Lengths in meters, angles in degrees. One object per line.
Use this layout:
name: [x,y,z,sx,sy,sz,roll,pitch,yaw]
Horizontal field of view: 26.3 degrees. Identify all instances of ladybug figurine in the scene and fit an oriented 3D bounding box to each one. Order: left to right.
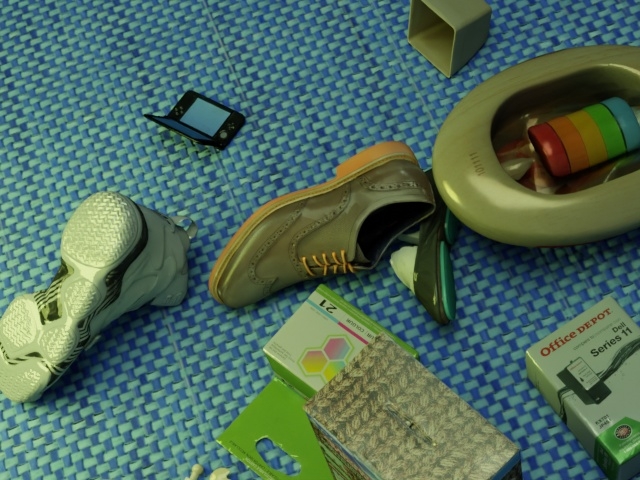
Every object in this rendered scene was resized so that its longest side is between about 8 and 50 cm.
ladybug figurine: [0.377,-0.125,1.983,0.449,0.162,0.305,-16,62,-6]

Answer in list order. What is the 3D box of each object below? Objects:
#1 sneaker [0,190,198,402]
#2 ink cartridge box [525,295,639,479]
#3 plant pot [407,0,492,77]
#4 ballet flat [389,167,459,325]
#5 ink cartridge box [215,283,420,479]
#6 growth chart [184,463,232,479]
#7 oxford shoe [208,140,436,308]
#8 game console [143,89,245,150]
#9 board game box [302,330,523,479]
sneaker: [-0.323,0.093,2.022,0.137,0.210,0.366,44,110,29]
ink cartridge box: [0.395,0.200,1.848,0.153,0.087,0.208,-32,59,-10]
plant pot: [0.213,-0.349,2.196,0.096,0.109,0.109,-31,59,-22]
ballet flat: [0.157,0.011,2.008,0.096,0.095,0.281,-6,48,18]
ink cartridge box: [-0.006,0.219,1.906,0.188,0.097,0.255,34,70,26]
growth chart: [-0.114,0.413,1.857,0.237,0.021,0.172,26,67,23]
oxford shoe: [0.000,0.000,1.983,0.363,0.130,0.133,-35,49,7]
game console: [-0.201,-0.199,2.200,0.122,0.071,0.107,28,69,23]
board game box: [0.126,0.290,1.726,0.141,0.291,0.232,-42,62,-14]
